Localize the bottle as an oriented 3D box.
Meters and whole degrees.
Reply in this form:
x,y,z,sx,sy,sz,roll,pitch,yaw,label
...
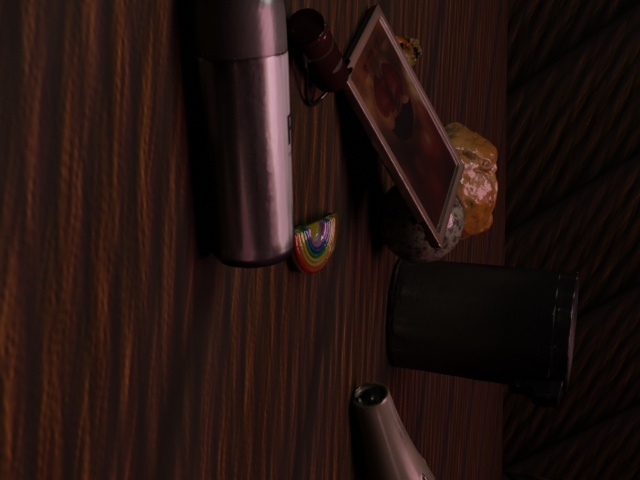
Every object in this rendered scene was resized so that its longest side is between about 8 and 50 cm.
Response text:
x,y,z,sx,sy,sz,roll,pitch,yaw,label
-0.067,-0.105,0.885,0.096,0.079,0.254,-140,-137,-60,bottle

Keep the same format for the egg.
x,y,z,sx,sy,sz,roll,pitch,yaw,label
0.154,-0.030,1.584,0.172,0.132,0.132,53,42,-77,egg

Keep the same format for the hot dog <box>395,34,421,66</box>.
x,y,z,sx,sy,sz,roll,pitch,yaw,label
0.130,-0.291,1.608,0.133,0.041,0.057,-11,104,-74,hot dog

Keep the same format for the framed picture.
x,y,z,sx,sy,sz,roll,pitch,yaw,label
0.116,-0.158,1.429,0.290,0.020,0.211,58,32,-25,framed picture

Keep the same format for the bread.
x,y,z,sx,sy,sz,roll,pitch,yaw,label
0.279,-0.108,2.015,0.244,0.134,0.245,1,90,-76,bread

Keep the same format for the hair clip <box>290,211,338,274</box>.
x,y,z,sx,sy,sz,roll,pitch,yaw,label
0.000,0.000,1.220,0.188,0.033,0.060,-36,129,-70,hair clip

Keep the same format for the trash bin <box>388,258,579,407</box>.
x,y,z,sx,sy,sz,roll,pitch,yaw,label
0.274,0.140,1.743,0.203,0.301,0.252,63,36,-62,trash bin

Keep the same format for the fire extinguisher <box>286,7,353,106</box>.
x,y,z,sx,sy,sz,roll,pitch,yaw,label
-0.002,-0.198,1.162,0.078,0.045,0.157,-55,160,-6,fire extinguisher

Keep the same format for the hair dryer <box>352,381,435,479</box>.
x,y,z,sx,sy,sz,roll,pitch,yaw,label
0.078,0.359,1.498,0.298,0.118,0.296,-27,114,-58,hair dryer
